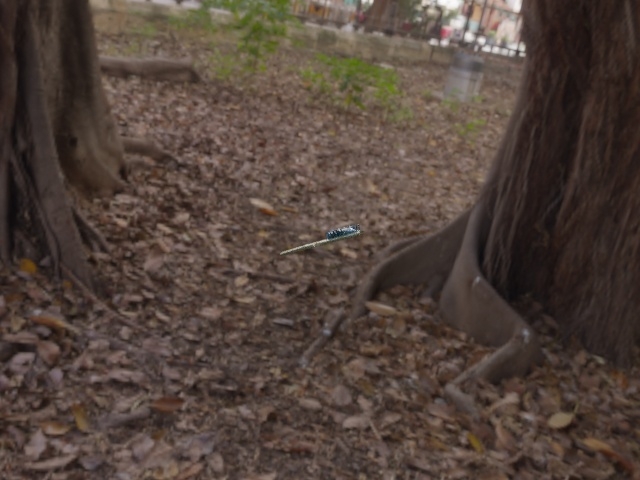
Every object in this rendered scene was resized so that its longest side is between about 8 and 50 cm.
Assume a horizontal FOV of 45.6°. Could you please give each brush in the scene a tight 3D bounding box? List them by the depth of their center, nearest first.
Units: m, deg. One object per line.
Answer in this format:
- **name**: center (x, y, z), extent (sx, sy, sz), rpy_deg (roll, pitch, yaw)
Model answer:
- **brush**: center (0.000, 0.000, 0.719), extent (0.084, 0.013, 0.016), rpy_deg (-17, 3, 21)
